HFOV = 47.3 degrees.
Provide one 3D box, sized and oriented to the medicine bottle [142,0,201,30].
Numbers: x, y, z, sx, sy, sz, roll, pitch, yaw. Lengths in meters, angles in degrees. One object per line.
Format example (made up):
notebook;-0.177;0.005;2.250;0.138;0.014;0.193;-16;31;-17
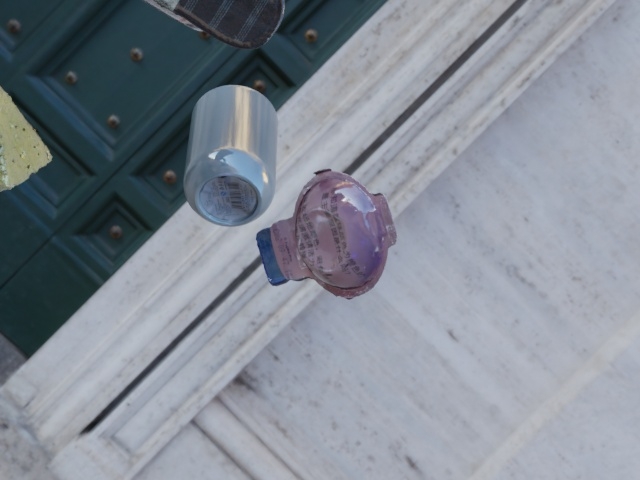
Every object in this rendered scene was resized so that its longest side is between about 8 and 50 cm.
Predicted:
medicine bottle;-0.289;-0.524;1.287;0.316;0.202;0.202;19;23;-53

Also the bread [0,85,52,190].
bread;-0.786;-0.287;1.665;0.248;0.315;0.279;7;18;8

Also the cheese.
cheese;0.000;0.000;1.062;0.074;0.286;0.189;-14;85;-43

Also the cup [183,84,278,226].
cup;-0.199;-0.185;1.629;0.205;0.205;0.312;44;26;-32

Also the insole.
insole;-0.172;-0.265;0.635;0.309;0.110;0.012;32;5;-9
